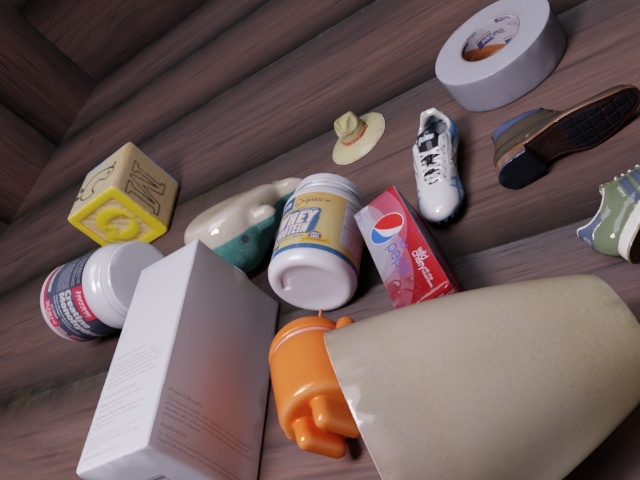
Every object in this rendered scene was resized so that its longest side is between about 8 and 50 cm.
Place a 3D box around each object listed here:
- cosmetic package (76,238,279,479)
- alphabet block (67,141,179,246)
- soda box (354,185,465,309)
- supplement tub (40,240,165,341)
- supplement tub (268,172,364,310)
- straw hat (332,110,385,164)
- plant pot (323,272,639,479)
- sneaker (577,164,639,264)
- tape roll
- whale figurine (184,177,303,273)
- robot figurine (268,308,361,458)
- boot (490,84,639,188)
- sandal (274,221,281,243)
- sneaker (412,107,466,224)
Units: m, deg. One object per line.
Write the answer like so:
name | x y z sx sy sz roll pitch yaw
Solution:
cosmetic package | -0.203 0.213 1.062 0.156 0.217 0.384 -28 35 27
alphabet block | -0.517 -0.103 1.794 0.192 0.193 0.197 -32 35 26
soda box | 0.133 0.030 0.981 0.083 0.092 0.263 -38 33 12
supplement tub | -0.479 0.115 1.509 0.272 0.191 0.191 -19 41 37
supplement tub | 0.000 0.000 1.120 0.144 0.144 0.199 -22 40 34
straw hat | 0.060 -0.229 1.380 0.145 0.061 0.144 -30 36 24
plant pot | 0.182 0.150 0.685 0.274 0.256 0.256 -26 34 2
sneaker | 0.382 -0.065 0.819 0.086 0.064 0.192 19 73 50
tape roll | 0.314 -0.331 1.186 0.219 0.072 0.219 -31 35 24
whale figurine | -0.137 -0.027 1.354 0.272 0.141 0.216 -36 17 -31
robot figurine | -0.003 0.191 0.932 0.128 0.158 0.219 -11 35 -6
boot | 0.341 -0.174 0.974 0.219 0.082 0.106 -33 37 24
sandal | -0.035 0.021 1.247 0.067 0.040 0.179 -44 46 15
sneaker | 0.184 -0.122 1.097 0.085 0.086 0.237 -24 40 30
